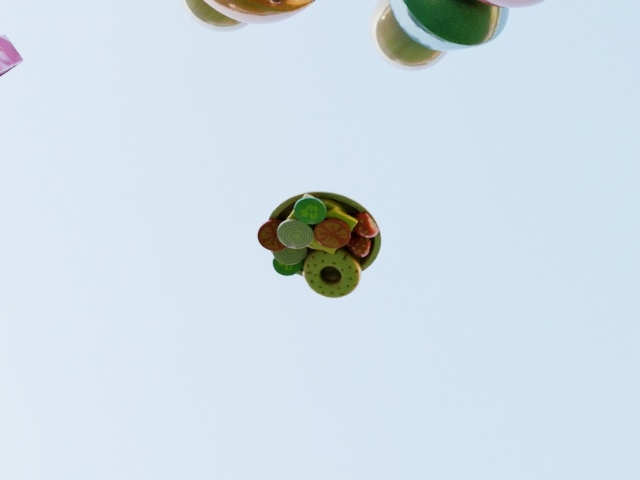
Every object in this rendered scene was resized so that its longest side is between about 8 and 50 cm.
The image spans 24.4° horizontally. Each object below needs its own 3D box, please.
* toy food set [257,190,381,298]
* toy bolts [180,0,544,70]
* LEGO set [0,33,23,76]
[{"bbox_3d":[0.000,0.000,1.018,0.083,0.020,0.083,26,-51,-14],"label":"toy food set"},{"bbox_3d":[0.027,-0.210,0.969,0.229,0.218,0.158,23,-33,-18],"label":"toy bolts"},{"bbox_3d":[-0.165,-0.053,0.402,0.087,0.227,0.093,-33,-80,7],"label":"LEGO set"}]
